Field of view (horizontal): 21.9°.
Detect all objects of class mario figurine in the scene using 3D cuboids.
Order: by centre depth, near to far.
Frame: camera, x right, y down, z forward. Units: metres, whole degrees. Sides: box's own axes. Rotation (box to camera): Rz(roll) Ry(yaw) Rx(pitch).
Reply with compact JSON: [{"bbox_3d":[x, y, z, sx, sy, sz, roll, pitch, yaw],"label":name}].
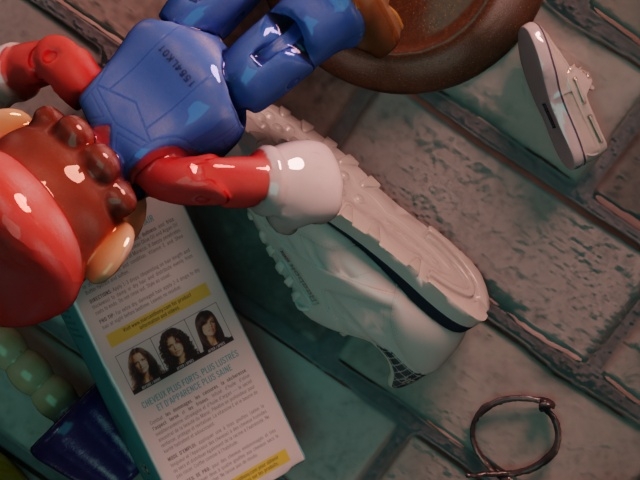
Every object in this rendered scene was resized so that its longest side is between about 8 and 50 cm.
[{"bbox_3d":[-0.108,-0.069,1.026,0.320,0.198,0.170,-41,129,-4],"label":"mario figurine"}]

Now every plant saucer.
[{"bbox_3d":[0.050,-0.189,1.063,0.198,0.036,0.199,3,106,11],"label":"plant saucer"}]

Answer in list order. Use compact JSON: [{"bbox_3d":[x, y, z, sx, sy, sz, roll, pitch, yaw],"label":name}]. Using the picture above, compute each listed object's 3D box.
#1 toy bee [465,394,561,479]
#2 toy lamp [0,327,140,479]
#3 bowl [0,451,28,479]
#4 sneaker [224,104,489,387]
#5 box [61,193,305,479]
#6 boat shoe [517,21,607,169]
[{"bbox_3d":[0.225,0.239,1.079,0.298,0.162,0.195,12,109,8],"label":"toy bee"},{"bbox_3d":[-0.230,0.072,1.170,0.274,0.080,0.080,44,109,-1],"label":"toy lamp"},{"bbox_3d":[-0.339,0.279,1.207,0.289,0.156,0.290,3,105,10],"label":"bowl"},{"bbox_3d":[0.000,0.000,1.103,0.235,0.090,0.095,43,120,0],"label":"sneaker"},{"bbox_3d":[-0.111,0.066,1.128,0.100,0.060,0.244,-28,99,-21],"label":"box"},{"bbox_3d":[0.159,-0.097,1.070,0.035,0.035,0.100,-24,97,-12],"label":"boat shoe"}]
